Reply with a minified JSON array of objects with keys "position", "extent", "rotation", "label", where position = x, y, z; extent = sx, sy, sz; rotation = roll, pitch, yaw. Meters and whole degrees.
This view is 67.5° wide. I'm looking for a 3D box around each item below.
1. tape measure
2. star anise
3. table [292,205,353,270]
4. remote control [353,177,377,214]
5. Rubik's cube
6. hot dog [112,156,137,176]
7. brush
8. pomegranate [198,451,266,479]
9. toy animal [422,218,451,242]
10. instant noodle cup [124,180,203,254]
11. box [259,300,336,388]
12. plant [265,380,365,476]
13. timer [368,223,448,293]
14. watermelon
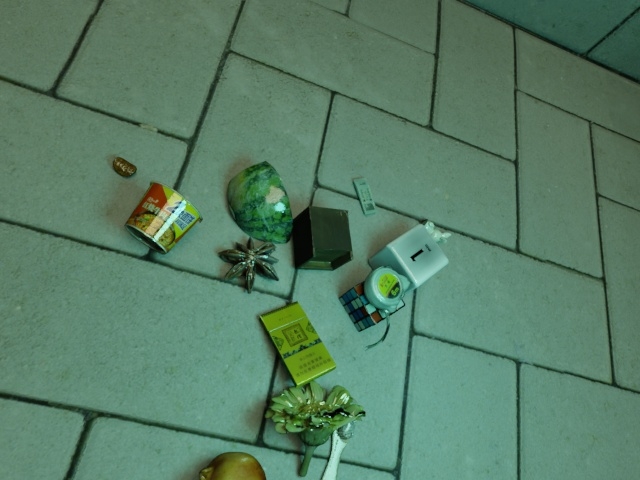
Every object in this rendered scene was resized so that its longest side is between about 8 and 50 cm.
[{"position":[0.185,0.228,1.632],"extent":[0.164,0.084,0.330],"rotation":[38,59,0],"label":"tape measure"},{"position":[-0.241,0.078,1.709],"extent":[0.229,0.093,0.236],"rotation":[38,57,4],"label":"star anise"},{"position":[0.000,0.000,1.777],"extent":[0.169,0.172,0.193],"rotation":[4,69,-28],"label":"table"},{"position":[0.186,-0.185,2.010],"extent":[0.061,0.029,0.162],"rotation":[-11,78,-22],"label":"remote control"},{"position":[0.188,0.224,1.770],"extent":[0.155,0.151,0.154],"rotation":[-26,80,-27],"label":"Rubik's cube"},{"position":[-0.695,-0.259,1.702],"extent":[0.083,0.035,0.058],"rotation":[33,61,-6],"label":"hot dog"},{"position":[0.066,0.680,1.586],"extent":[0.069,0.065,0.328],"rotation":[26,63,-12],"label":"brush"},{"position":[-0.250,0.716,1.371],"extent":[0.209,0.209,0.209],"rotation":[8,66,-18],"label":"pomegranate"},{"position":[0.478,-0.032,2.034],"extent":[0.124,0.085,0.071],"rotation":[46,43,-4],"label":"toy animal"},{"position":[-0.531,-0.067,1.599],"extent":[0.213,0.213,0.174],"rotation":[34,69,-5],"label":"instant noodle cup"},{"position":[-0.080,0.348,1.633],"extent":[0.153,0.041,0.279],"rotation":[-19,58,-25],"label":"box"},{"position":[-0.024,0.572,1.480],"extent":[0.305,0.261,0.297],"rotation":[15,66,3],"label":"plant"},{"position":[0.339,0.082,1.862],"extent":[0.195,0.192,0.194],"rotation":[-32,82,-29],"label":"timer"},{"position":[-0.207,-0.129,1.782],"extent":[0.223,0.180,0.305],"rotation":[-28,82,17],"label":"watermelon"}]
